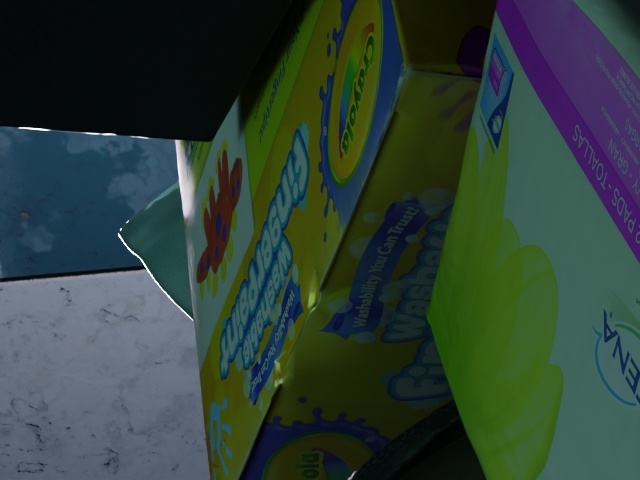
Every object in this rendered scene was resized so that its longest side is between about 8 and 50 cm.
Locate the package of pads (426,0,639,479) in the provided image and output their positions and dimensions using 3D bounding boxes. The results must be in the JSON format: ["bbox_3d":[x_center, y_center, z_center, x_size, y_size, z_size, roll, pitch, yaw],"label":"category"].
[{"bbox_3d":[0.130,0.021,0.738,0.296,0.101,0.229,-107,24,-58],"label":"package of pads"}]

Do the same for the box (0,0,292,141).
[{"bbox_3d":[-0.109,-0.248,1.045,0.296,0.182,0.294,129,143,-63],"label":"box"}]

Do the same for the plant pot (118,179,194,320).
[{"bbox_3d":[0.000,0.000,1.620,0.196,0.293,0.293,58,173,3],"label":"plant pot"}]

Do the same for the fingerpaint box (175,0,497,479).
[{"bbox_3d":[0.039,-0.086,1.131,0.445,0.163,0.371,111,156,-49],"label":"fingerpaint box"}]

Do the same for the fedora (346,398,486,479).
[{"bbox_3d":[0.099,0.218,0.952,0.152,0.334,0.334,42,150,30],"label":"fedora"}]
